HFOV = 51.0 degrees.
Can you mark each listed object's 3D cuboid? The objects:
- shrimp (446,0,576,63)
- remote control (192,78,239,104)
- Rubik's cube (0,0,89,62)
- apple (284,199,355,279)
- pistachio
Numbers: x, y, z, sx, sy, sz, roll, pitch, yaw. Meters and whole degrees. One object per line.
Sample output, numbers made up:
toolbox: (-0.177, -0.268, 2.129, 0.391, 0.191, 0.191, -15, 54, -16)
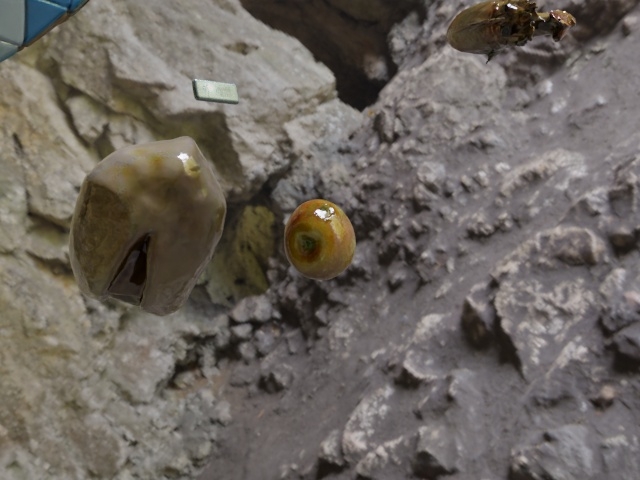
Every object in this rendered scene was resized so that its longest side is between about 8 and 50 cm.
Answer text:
shrimp: (0.219, -0.242, 0.764, 0.150, 0.068, 0.249, -6, 16, 12)
remote control: (-0.243, -0.346, 1.562, 0.124, 0.053, 0.018, -6, -7, -45)
Rubik's cube: (-0.475, -0.386, 0.901, 0.254, 0.254, 0.254, -48, 9, 9)
apple: (0.000, 0.000, 0.958, 0.102, 0.099, 0.114, -45, -43, -68)
pistachio: (-0.208, -0.016, 0.807, 0.288, 0.166, 0.197, -49, 22, 54)
